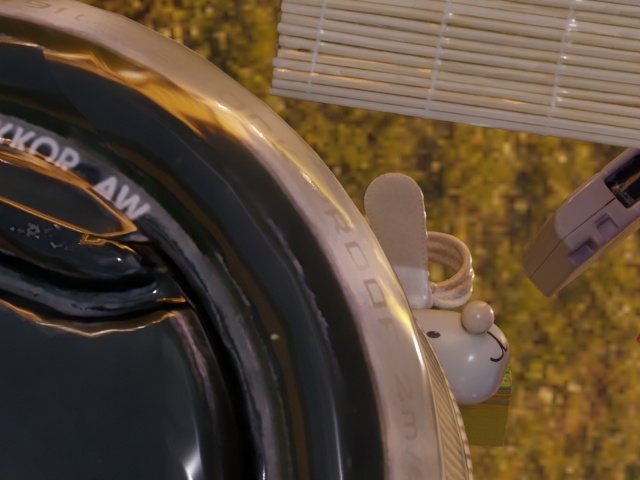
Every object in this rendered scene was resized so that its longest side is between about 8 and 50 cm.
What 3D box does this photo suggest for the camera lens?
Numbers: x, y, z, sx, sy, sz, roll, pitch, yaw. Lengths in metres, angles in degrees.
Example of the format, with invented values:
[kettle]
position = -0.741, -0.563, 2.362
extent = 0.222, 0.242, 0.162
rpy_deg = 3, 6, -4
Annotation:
[camera lens]
position = -0.072, 0.071, 0.458
extent = 0.274, 0.219, 0.219
rpy_deg = 56, 42, -78

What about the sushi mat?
[sushi mat]
position = 0.132, -0.130, 0.948
extent = 0.019, 0.317, 0.151
rpy_deg = -37, 136, -77

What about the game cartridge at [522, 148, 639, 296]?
[game cartridge]
position = 0.297, -0.068, 1.495
extent = 0.294, 0.060, 0.196
rpy_deg = -37, 168, -10

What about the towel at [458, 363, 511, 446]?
[towel]
position = 0.120, 0.150, 1.610
extent = 0.237, 0.102, 0.021
rpy_deg = 78, 17, -70

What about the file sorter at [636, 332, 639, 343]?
[file sorter]
position = 0.387, 0.032, 1.392
extent = 0.182, 0.202, 0.291
rpy_deg = -65, 169, 9

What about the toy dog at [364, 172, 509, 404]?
[toy dog]
position = 0.000, 0.000, 1.424
extent = 0.220, 0.334, 0.161
rpy_deg = -89, -167, -48
